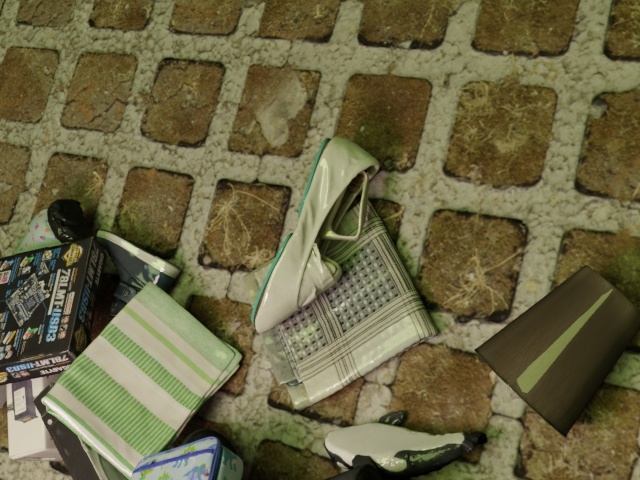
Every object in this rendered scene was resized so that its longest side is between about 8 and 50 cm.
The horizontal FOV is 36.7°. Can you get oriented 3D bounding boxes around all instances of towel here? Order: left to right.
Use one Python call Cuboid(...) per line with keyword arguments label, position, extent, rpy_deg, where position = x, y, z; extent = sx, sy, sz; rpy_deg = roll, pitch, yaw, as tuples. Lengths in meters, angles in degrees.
Cuboid(label="towel", position=(-0.333, 0.261, 1.828), extent=(0.248, 0.038, 0.325), rpy_deg=(39, 58, 2))
Cuboid(label="towel", position=(0.020, 0.121, 1.819), extent=(0.324, 0.056, 0.312), rpy_deg=(-33, 64, 18))

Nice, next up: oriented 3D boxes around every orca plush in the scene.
Cuboid(label="orca plush", position=(0.151, 0.379, 1.687), extent=(0.287, 0.102, 0.151), rpy_deg=(-14, 26, 14))

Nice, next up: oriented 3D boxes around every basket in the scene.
Cuboid(label="basket", position=(0.397, 0.163, 1.559), extent=(0.227, 0.154, 0.204), rpy_deg=(-48, 59, 5))

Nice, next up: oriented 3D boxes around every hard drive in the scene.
Cuboid(label="hard drive", position=(-0.384, 0.422, 1.849), extent=(0.064, 0.237, 0.339), rpy_deg=(-45, 60, 14))

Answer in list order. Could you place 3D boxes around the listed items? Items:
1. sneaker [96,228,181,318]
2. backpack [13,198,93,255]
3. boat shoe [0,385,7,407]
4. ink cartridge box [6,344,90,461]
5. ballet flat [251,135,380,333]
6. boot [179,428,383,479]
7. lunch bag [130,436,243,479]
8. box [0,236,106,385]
Cuboid(label="sneaker", position=(-0.422, 0.081, 2.044), extent=(0.226, 0.086, 0.163), rpy_deg=(28, 88, 29))
Cuboid(label="backpack", position=(-0.587, 0.011, 2.119), extent=(0.182, 0.115, 0.152), rpy_deg=(-49, 47, 26))
Cuboid(label="boat shoe", position=(-0.739, 0.251, 2.165), extent=(0.088, 0.096, 0.268), rpy_deg=(-6, 73, 31))
Cuboid(label="ink cartridge box", position=(-0.557, 0.330, 2.001), extent=(0.100, 0.172, 0.237), rpy_deg=(-16, 70, 22))
Cuboid(label="ballet flat", position=(0.000, 0.000, 1.785), extent=(0.139, 0.139, 0.400), rpy_deg=(19, 82, 30))
Cuboid(label="boot", position=(-0.078, 0.450, 1.631), extent=(0.445, 0.146, 0.367), rpy_deg=(-31, 52, 42))
Cuboid(label="lunch bag", position=(-0.241, 0.434, 1.645), extent=(0.219, 0.090, 0.176), rpy_deg=(-21, 38, 32))
Cuboid(label="box", position=(-0.594, 0.147, 1.945), extent=(0.293, 0.073, 0.296), rpy_deg=(-12, 48, 13))
